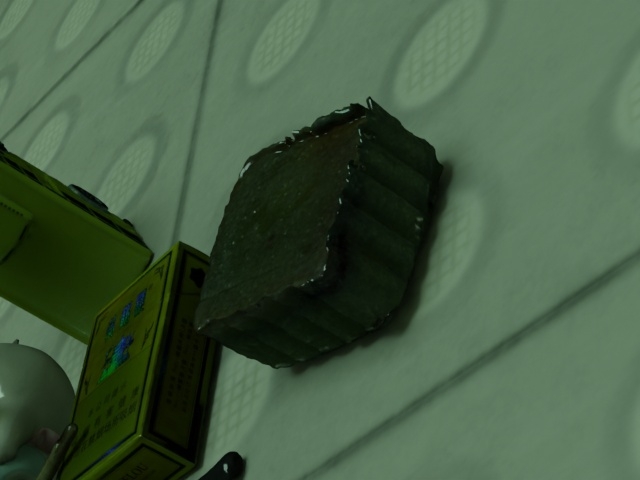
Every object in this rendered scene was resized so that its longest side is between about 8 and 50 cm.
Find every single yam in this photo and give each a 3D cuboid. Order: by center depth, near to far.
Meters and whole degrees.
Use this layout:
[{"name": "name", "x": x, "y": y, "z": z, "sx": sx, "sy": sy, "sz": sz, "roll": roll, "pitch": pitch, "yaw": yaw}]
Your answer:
[{"name": "yam", "x": -0.231, "y": 0.197, "z": 1.516, "sx": 0.107, "sy": 0.014, "sz": 0.014, "roll": -60, "pitch": 23, "yaw": 17}]

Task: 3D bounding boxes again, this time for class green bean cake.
[{"name": "green bean cake", "x": 0.000, "y": 0.000, "z": 1.372, "sx": 0.181, "sy": 0.094, "sz": 0.173, "roll": -27, "pitch": 39, "yaw": 47}]

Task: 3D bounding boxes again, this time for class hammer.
[{"name": "hammer", "x": -0.145, "y": 0.245, "z": 1.429, "sx": 0.246, "sy": 0.029, "sz": 0.103, "roll": -41, "pitch": 29, "yaw": 29}]

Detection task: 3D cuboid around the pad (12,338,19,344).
[{"name": "pad", "x": -0.376, "y": 0.245, "z": 1.788, "sx": 0.202, "sy": 0.005, "sz": 0.299, "roll": -43, "pitch": 25, "yaw": 23}]

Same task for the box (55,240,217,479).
[{"name": "box", "x": -0.153, "y": 0.123, "z": 1.543, "sx": 0.141, "sy": 0.064, "sz": 0.220, "roll": -41, "pitch": 31, "yaw": 37}]

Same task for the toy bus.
[{"name": "toy bus", "x": -0.308, "y": -0.017, "z": 1.762, "sx": 0.128, "sy": 0.262, "sz": 0.150, "roll": -56, "pitch": 27, "yaw": 3}]

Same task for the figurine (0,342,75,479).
[{"name": "figurine", "x": -0.288, "y": 0.205, "z": 1.599, "sx": 0.127, "sy": 0.155, "sz": 0.235, "roll": -31, "pitch": 38, "yaw": 20}]
